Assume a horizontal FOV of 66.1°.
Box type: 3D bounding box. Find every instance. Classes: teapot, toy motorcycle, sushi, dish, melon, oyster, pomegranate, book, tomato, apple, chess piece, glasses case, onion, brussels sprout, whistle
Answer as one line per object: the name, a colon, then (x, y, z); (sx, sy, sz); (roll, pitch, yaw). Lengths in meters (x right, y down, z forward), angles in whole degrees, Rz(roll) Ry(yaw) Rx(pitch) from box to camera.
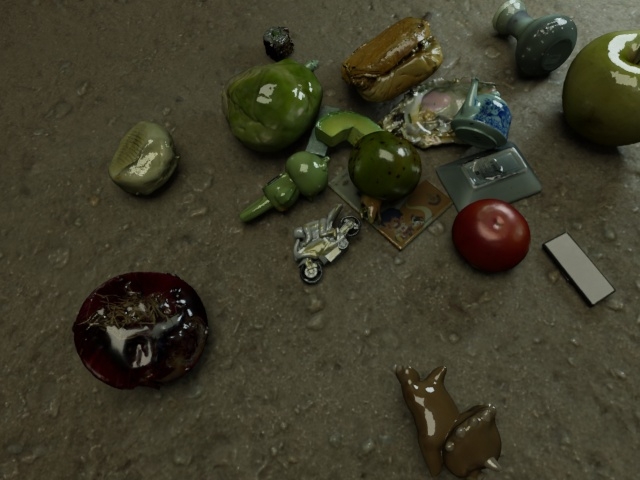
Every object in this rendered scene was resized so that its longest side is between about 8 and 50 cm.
teapot: (0.452, -0.338, 1.340); (0.159, 0.232, 0.159); (-21, 56, 36)
toy motorcycle: (0.000, 0.000, 1.320); (0.151, 0.074, 0.229); (38, 84, 15)
sushi: (-0.143, -0.649, 1.628); (0.094, 0.084, 0.098); (25, 67, 19)
dish: (0.467, -0.185, 1.349); (0.243, 0.080, 0.182); (-20, 65, -2)
melon: (0.094, -0.301, 1.409); (0.209, 0.064, 0.118); (29, 64, 0)
oyster: (0.342, -0.373, 1.446); (0.354, 0.107, 0.201); (-4, 97, -3)
pomegranate: (0.170, -0.166, 1.297); (0.198, 0.198, 0.246); (0, 78, 7)
teapot: (0.639, -0.626, 1.493); (0.183, 0.183, 0.251); (-23, 53, -4)
book: (0.193, -0.133, 1.389); (0.208, 0.020, 0.295); (-41, 67, -12)
tomato: (0.431, -0.016, 1.243); (0.195, 0.136, 0.195); (-2, 65, 5)
apple: (0.772, -0.397, 1.314); (0.233, 0.258, 0.295); (3, 63, 9)
chess piece: (-0.066, -0.545, 1.590); (0.149, 0.059, 0.059); (-39, 67, -17)
glasses case: (0.643, 0.070, 1.231); (0.072, 0.042, 0.191); (-30, 66, 0)
onion: (-0.425, 0.218, 1.196); (0.314, 0.232, 0.314); (10, 52, -13)
brussels sprout: (-0.151, -0.392, 1.423); (0.316, 0.243, 0.274); (-3, 57, 13)
whistle: (-0.087, -0.135, 1.381); (0.294, 0.141, 0.141); (-46, 68, 6)

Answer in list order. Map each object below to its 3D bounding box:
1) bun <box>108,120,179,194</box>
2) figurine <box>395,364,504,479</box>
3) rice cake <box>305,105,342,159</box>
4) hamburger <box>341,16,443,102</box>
bun: (-0.514, -0.235, 1.454); (0.229, 0.145, 0.229); (-24, 50, 32)
figurine: (0.291, 0.381, 1.053); (0.173, 0.177, 0.247); (-24, 56, 16)
rice cake: (0.006, -0.313, 1.467); (0.069, 0.063, 0.206); (17, 68, 8)
hamburger: (0.201, -0.525, 1.444); (0.318, 0.158, 0.319); (-25, 28, 14)
